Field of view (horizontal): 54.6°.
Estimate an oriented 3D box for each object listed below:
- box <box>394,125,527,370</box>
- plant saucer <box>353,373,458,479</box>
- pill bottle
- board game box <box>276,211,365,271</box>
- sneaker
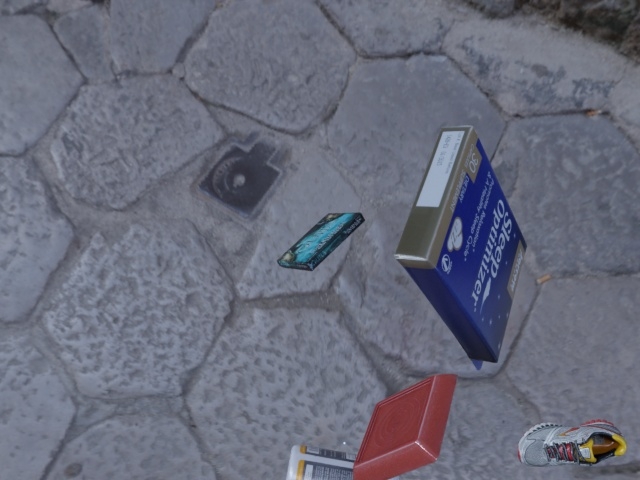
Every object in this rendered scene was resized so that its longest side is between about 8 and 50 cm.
[{"bbox_3d":[0.145,0.019,0.576,0.037,0.225,0.136,4,59,35],"label":"box"},{"bbox_3d":[0.185,0.427,1.426,0.048,0.259,0.258,45,38,-10],"label":"plant saucer"},{"bbox_3d":[0.051,0.624,1.586,0.279,0.162,0.162,10,73,0],"label":"pill bottle"},{"bbox_3d":[0.000,0.000,1.408,0.186,0.126,0.026,-43,115,-28],"label":"board game box"},{"bbox_3d":[0.525,0.427,1.298,0.226,0.093,0.088,-13,89,3],"label":"sneaker"}]
